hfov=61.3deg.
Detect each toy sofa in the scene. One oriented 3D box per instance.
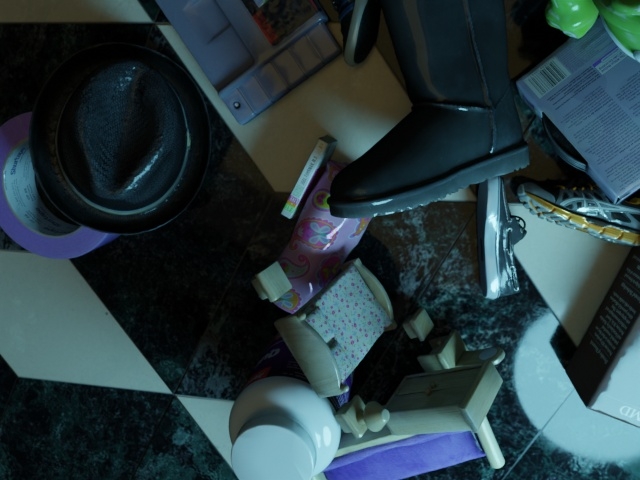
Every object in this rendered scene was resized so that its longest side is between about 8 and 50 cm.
[{"bbox_3d":[0.138,0.388,1.003,0.362,0.177,0.150,-22,99,13],"label":"toy sofa"}]

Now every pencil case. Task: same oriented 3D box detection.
[{"bbox_3d":[0.000,0.000,0.961,0.124,0.124,0.284,30,108,2],"label":"pencil case"}]

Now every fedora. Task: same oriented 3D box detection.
[{"bbox_3d":[-0.327,-0.176,0.893,0.334,0.152,0.334,0,90,-17],"label":"fedora"}]

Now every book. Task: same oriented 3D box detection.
[{"bbox_3d":[-0.018,-0.112,0.944,0.035,0.096,0.144,29,107,3],"label":"book"}]

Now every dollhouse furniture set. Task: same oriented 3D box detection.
[{"bbox_3d":[0.120,0.117,0.856,0.174,0.303,0.355,-24,100,44],"label":"dollhouse furniture set"}]

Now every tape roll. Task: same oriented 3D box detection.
[{"bbox_3d":[-0.493,-0.107,1.033,0.274,0.090,0.275,2,104,9],"label":"tape roll"}]

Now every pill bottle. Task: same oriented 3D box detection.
[{"bbox_3d":[-0.045,0.279,0.929,0.181,0.323,0.182,2,104,9],"label":"pill bottle"}]

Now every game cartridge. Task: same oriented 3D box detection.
[{"bbox_3d":[-0.146,-0.408,0.914,0.230,0.068,0.355,-32,97,20],"label":"game cartridge"}]

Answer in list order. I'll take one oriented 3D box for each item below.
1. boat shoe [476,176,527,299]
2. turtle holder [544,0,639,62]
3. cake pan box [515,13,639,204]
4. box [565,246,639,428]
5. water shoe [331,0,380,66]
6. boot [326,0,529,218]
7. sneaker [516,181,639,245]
[{"bbox_3d":[0.314,-0.007,0.925,0.076,0.080,0.229,-5,104,5],"label":"boat shoe"},{"bbox_3d":[0.446,-0.303,0.653,0.320,0.227,0.243,-22,61,34],"label":"turtle holder"},{"bbox_3d":[0.468,-0.221,0.802,0.267,0.070,0.246,-39,68,15],"label":"cake pan box"},{"bbox_3d":[0.585,0.121,0.879,0.191,0.143,0.381,20,108,4],"label":"box"},{"bbox_3d":[0.052,-0.392,0.887,0.080,0.073,0.203,15,103,28],"label":"water shoe"},{"bbox_3d":[0.124,-0.288,0.789,0.367,0.146,0.445,-21,107,-26],"label":"boot"},{"bbox_3d":[0.433,-0.059,0.895,0.215,0.084,0.083,20,93,1],"label":"sneaker"}]
